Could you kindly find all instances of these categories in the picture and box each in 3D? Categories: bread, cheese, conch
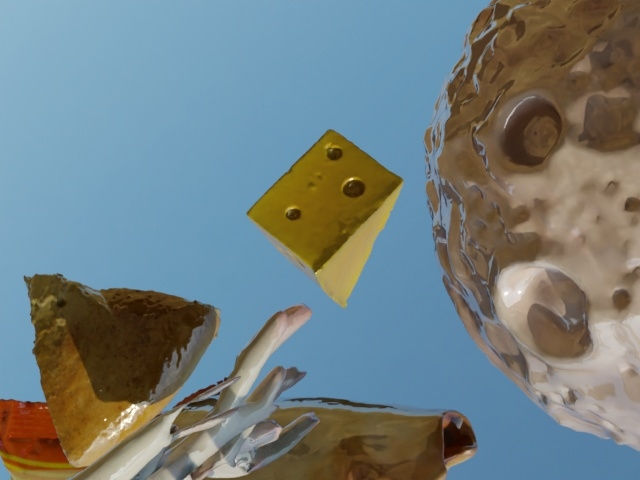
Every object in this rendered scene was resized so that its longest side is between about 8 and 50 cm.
[{"bbox_3d":[-0.162,0.098,0.798,0.154,0.054,0.136,10,-101,11],"label":"bread"},{"bbox_3d":[0.000,0.000,1.067,0.093,0.171,0.126,37,-114,16],"label":"cheese"},{"bbox_3d":[-0.030,0.135,0.637,0.255,0.158,0.127,-37,-104,32],"label":"conch"}]

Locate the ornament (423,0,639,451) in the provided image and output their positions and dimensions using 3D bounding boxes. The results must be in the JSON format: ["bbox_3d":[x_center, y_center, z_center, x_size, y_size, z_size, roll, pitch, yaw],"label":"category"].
[{"bbox_3d":[0.168,-0.019,0.523,0.225,0.259,0.259,-28,-137,16],"label":"ornament"}]

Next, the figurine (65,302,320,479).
[{"bbox_3d":[-0.087,0.193,0.456,0.206,0.284,0.316,56,-47,17],"label":"figurine"}]

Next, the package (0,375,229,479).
[{"bbox_3d":[-0.186,0.248,0.955,0.108,0.223,0.288,-126,-142,-50],"label":"package"}]
